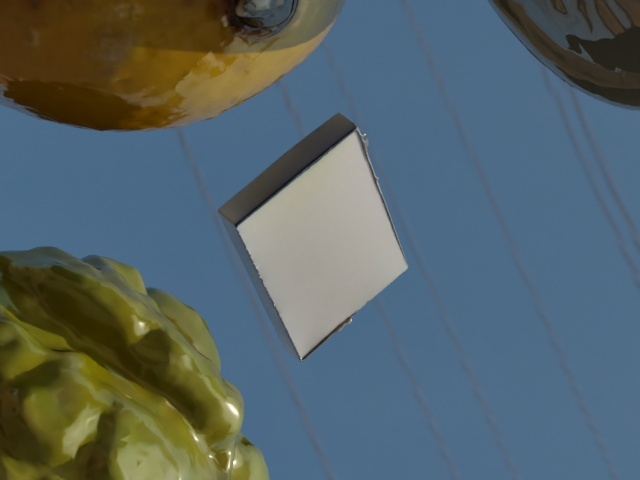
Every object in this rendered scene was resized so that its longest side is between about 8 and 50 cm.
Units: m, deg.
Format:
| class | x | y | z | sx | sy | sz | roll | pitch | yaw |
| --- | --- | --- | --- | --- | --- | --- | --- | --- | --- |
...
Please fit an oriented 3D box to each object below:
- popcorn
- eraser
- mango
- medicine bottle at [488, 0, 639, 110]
| class | x | y | z | sx | sy | sz | roll | pitch | yaw |
| --- | --- | --- | --- | --- | --- | --- | --- | --- | --- |
| popcorn | -0.136 | 0.114 | 0.696 | 0.195 | 0.255 | 0.256 | 38 | -58 | 13 |
| eraser | 0.000 | 0.000 | 1.065 | 0.023 | 0.104 | 0.150 | 38 | -19 | 38 |
| mango | -0.088 | -0.126 | 0.609 | 0.317 | 0.176 | 0.119 | -132 | -149 | -58 |
| medicine bottle | 0.198 | -0.183 | 0.522 | 0.245 | 0.306 | 0.245 | 53 | -24 | 37 |
